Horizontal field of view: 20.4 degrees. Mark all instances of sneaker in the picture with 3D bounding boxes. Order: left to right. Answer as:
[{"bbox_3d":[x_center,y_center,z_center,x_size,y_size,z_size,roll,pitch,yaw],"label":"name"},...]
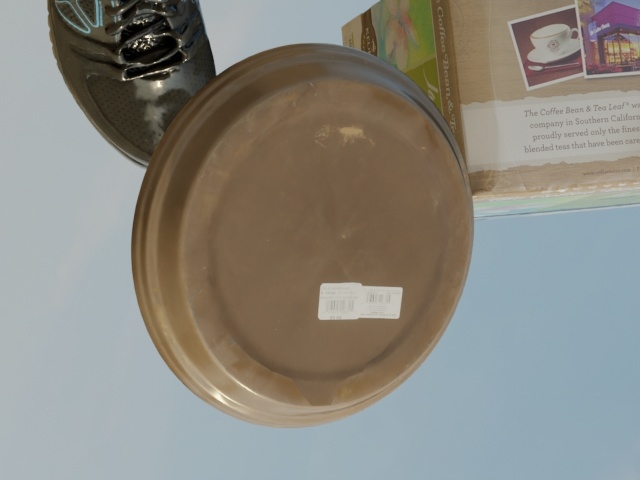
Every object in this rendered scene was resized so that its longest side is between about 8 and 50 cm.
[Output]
[{"bbox_3d":[-0.159,-0.196,1.388,0.125,0.340,0.139,-22,-156,-8],"label":"sneaker"}]

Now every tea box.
[{"bbox_3d":[0.227,-0.140,1.680,0.323,0.329,0.220,160,-76,-75],"label":"tea box"}]

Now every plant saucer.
[{"bbox_3d":[0.000,0.000,1.251,0.041,0.278,0.278,15,-99,58],"label":"plant saucer"}]
